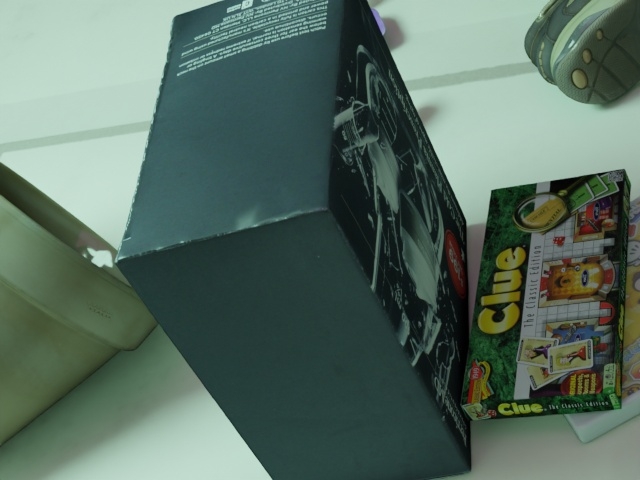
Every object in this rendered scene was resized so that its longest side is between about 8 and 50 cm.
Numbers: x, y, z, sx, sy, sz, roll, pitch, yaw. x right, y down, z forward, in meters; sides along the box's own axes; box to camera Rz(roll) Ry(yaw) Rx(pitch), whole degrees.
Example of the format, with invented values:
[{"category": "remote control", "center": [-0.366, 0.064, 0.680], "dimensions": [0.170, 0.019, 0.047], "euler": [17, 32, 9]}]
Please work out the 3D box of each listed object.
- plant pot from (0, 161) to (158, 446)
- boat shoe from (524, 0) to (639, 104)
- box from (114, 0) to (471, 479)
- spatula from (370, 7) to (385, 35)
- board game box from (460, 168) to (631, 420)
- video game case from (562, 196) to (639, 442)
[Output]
[{"category": "plant pot", "center": [-0.361, 0.080, 1.339], "dimensions": [0.280, 0.323, 0.323], "euler": [-53, 43, -1]}, {"category": "boat shoe", "center": [0.359, -0.295, 1.389], "dimensions": [0.355, 0.132, 0.130], "euler": [-37, 41, -10]}, {"category": "box", "center": [0.000, 0.000, 1.138], "dimensions": [0.179, 0.343, 0.312], "euler": [-13, 44, 19]}, {"category": "spatula", "center": [-0.055, -0.206, 1.623], "dimensions": [0.296, 0.030, 0.084], "euler": [-24, 39, 8]}, {"category": "board game box", "center": [0.207, 0.044, 1.172], "dimensions": [0.136, 0.030, 0.259], "euler": [-11, 44, 26]}, {"category": "video game case", "center": [0.284, 0.052, 1.158], "dimensions": [0.227, 0.026, 0.206], "euler": [-29, 40, 1]}]
